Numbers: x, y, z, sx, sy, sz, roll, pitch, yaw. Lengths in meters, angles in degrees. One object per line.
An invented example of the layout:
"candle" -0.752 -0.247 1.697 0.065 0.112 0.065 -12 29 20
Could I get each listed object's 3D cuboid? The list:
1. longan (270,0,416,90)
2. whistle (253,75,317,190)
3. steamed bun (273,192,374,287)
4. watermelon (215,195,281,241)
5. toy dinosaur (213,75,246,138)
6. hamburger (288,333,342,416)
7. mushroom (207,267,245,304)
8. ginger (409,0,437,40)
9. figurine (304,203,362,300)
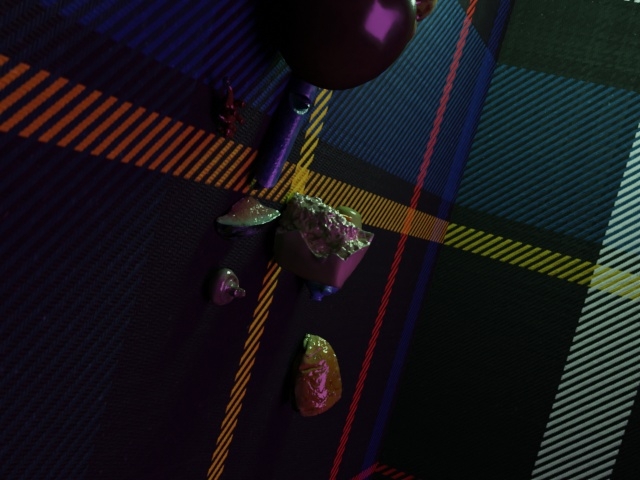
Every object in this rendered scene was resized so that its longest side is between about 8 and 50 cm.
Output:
"longan" 0.045 -0.462 1.724 0.319 0.319 0.318 -50 150 -45
"whistle" -0.076 -0.249 1.885 0.304 0.062 0.062 -67 158 -14
"steamed bun" 0.000 0.000 2.036 0.200 0.226 0.170 -70 159 -3
"watermelon" -0.175 -0.036 1.831 0.101 0.080 0.155 -43 177 29
"toy dinosaur" -0.178 -0.254 1.633 0.049 0.055 0.154 -52 159 -37
"hamburger" -0.015 0.390 2.431 0.155 0.135 0.207 -37 137 -59
"mushroom" -0.200 0.105 1.822 0.085 0.079 0.085 -45 147 -40
"ginger" 0.262 -0.669 2.211 0.244 0.155 0.304 -68 -176 -58
"figurine" 0.034 0.034 2.258 0.180 0.154 0.262 55 51 -78
